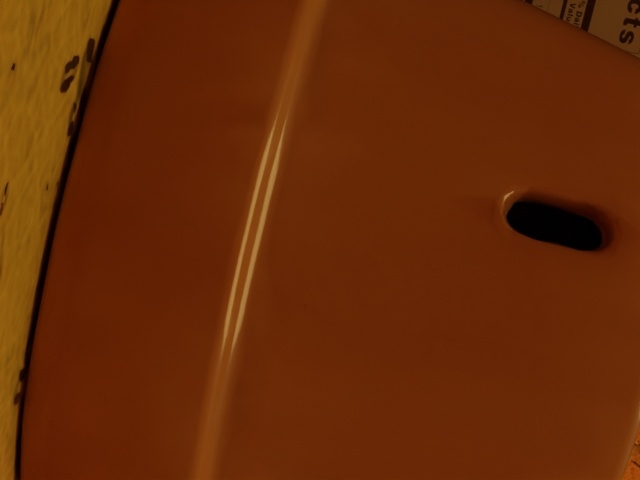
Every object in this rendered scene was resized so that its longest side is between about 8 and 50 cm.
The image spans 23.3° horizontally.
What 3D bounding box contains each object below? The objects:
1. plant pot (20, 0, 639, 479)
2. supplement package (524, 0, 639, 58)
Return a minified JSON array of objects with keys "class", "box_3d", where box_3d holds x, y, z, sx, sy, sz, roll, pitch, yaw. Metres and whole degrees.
[{"class":"plant pot","box_3d":[0.022,0.011,0.623,0.291,0.203,0.291,14,90,-88]},{"class":"supplement package","box_3d":[0.128,-0.191,0.858,0.177,0.293,0.175,-66,169,-79]}]
